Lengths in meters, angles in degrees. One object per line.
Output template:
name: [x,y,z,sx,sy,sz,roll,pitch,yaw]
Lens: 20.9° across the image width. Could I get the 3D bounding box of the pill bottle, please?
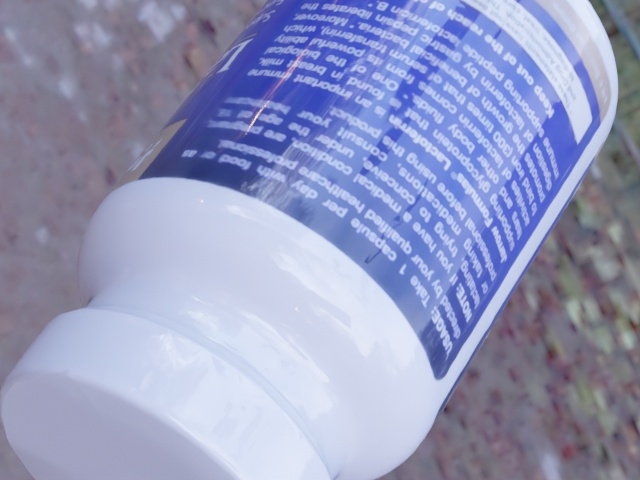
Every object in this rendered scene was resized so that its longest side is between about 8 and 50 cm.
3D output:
pill bottle: [0.000,0.000,0.682,0.153,0.153,0.264,51,53,-22]
